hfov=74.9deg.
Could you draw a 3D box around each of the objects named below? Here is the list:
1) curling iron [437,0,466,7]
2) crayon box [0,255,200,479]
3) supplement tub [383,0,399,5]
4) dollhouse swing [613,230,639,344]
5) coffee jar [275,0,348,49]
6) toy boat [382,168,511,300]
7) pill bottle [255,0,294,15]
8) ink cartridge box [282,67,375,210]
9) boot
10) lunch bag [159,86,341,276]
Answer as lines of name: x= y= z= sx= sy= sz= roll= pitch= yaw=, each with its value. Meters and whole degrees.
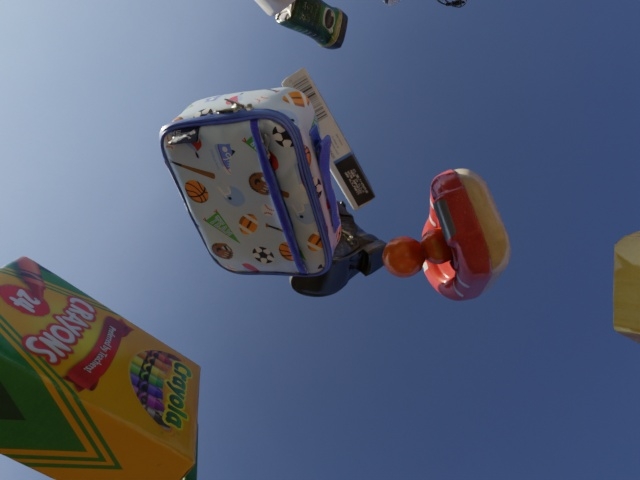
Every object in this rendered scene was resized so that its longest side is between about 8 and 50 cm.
curling iron: x=0.332 y=-0.526 z=0.751 sx=0.274 sy=0.035 sz=0.068 roll=-29 pitch=-83 yaw=37
crayon box: x=-0.245 y=0.159 z=0.462 sx=0.318 sy=0.202 sz=0.081 roll=41 pitch=-91 yaw=-19
supplement tub: x=0.137 y=-0.611 z=0.874 sx=0.117 sy=0.117 sz=0.190 roll=-32 pitch=-84 yaw=7
dollhouse swing: x=0.512 y=0.023 z=0.359 sx=0.347 sy=0.315 sz=0.305 roll=27 pitch=-99 yaw=-3
coffee jar: x=-0.015 y=-0.546 z=1.029 sx=0.079 sy=0.184 sz=0.096 roll=18 pitch=-82 yaw=47
toy boat: x=0.162 y=0.011 z=0.591 sx=0.151 sy=0.231 sz=0.151 roll=-16 pitch=-112 yaw=7
pill bottle: x=-0.096 y=-0.286 z=0.269 sx=0.146 sy=0.146 sz=0.264 roll=-47 pitch=-57 yaw=6
ink cartridge box: x=0.027 y=-0.242 z=0.996 sx=0.072 sy=0.307 sz=0.303 roll=-30 pitch=-77 yaw=12
boot: x=0.000 y=0.000 z=0.904 sx=0.229 sy=0.263 sz=0.091 roll=44 pitch=-43 yaw=38
lunch bag: x=-0.092 y=-0.079 z=0.642 sx=0.243 sy=0.115 sz=0.303 roll=2 pitch=-50 yaw=22
